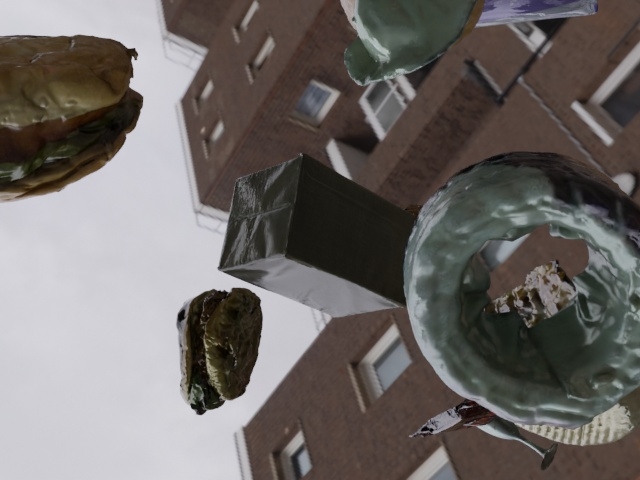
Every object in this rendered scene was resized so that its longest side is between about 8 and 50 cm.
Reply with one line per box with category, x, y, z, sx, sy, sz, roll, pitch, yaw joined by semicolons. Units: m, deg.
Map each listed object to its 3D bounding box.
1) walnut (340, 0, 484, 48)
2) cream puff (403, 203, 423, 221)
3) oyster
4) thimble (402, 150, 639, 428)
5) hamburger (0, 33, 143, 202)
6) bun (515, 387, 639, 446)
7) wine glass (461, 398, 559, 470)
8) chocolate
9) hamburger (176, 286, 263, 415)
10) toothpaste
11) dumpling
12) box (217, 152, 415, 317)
walnut;0.139;-0.382;1.112;0.224;0.257;0.257;10;-150;3
cream puff;0.175;-0.010;1.312;0.116;0.122;0.094;-21;-139;-19
oyster;0.335;0.166;1.135;0.107;0.354;0.201;-38;-98;-30
thimble;0.186;0.043;0.652;0.237;0.237;0.150;34;-163;-4
hamburger;-0.375;-0.129;0.841;0.329;0.162;0.209;-2;-148;-7
bun;0.516;0.274;1.576;0.359;0.360;0.211;33;-125;-6
wine glass;0.373;0.378;1.487;0.198;0.066;0.066;29;-161;37
chocolate;0.164;0.197;0.831;0.086;0.182;0.028;-9;-109;-20
hamburger;-0.171;0.171;1.213;0.130;0.206;0.183;11;-173;14
toothpaste;0.354;-0.478;1.487;0.080;0.371;0.125;-57;-45;-42
dumpling;0.118;-0.256;0.827;0.152;0.219;0.108;40;-169;24
box;0.000;0.000;1.053;0.231;0.149;0.155;24;-116;-38
